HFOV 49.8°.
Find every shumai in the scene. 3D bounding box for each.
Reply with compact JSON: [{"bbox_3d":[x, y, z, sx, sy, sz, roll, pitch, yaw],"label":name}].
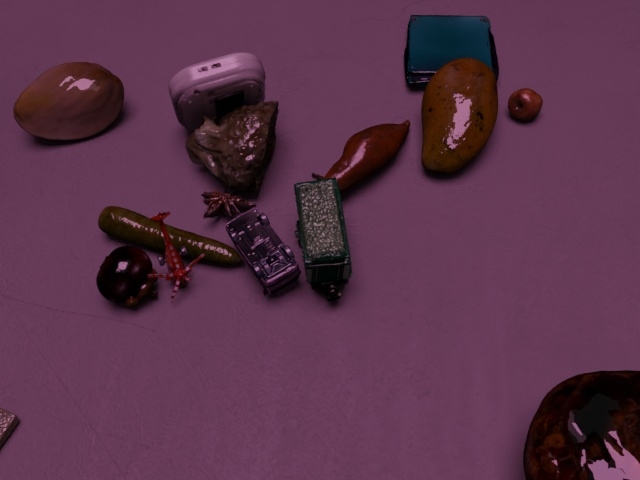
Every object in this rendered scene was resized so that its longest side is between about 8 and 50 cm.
[{"bbox_3d":[-0.218,-0.246,1.681,0.218,0.189,0.256,9,49,9],"label":"shumai"}]

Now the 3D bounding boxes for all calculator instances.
[{"bbox_3d":[0.358,-0.526,1.921,0.248,0.058,0.274,0,55,3],"label":"calculator"}]

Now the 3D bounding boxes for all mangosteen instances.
[{"bbox_3d":[-0.415,0.083,1.508,0.140,0.140,0.140,-2,55,2],"label":"mangosteen"}]

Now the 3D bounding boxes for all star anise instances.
[{"bbox_3d":[-0.217,-0.085,1.648,0.129,0.056,0.124,-2,35,-11],"label":"star anise"}]

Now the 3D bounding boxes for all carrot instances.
[{"bbox_3d":[-0.346,-0.004,1.588,0.359,0.074,0.074,16,57,11],"label":"carrot"}]

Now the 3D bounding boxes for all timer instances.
[{"bbox_3d":[-0.253,-0.364,1.728,0.237,0.262,0.087,-17,78,-9],"label":"timer"}]

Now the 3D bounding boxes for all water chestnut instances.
[{"bbox_3d":[0.510,0.363,1.130,0.351,0.302,0.350,1,52,-1],"label":"water chestnut"}]

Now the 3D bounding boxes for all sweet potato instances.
[{"bbox_3d":[0.114,-0.217,1.679,0.112,0.112,0.359,34,52,24],"label":"sweet potato"}]

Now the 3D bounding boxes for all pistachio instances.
[{"bbox_3d":[-0.656,-0.364,1.820,0.288,0.197,0.166,-23,12,1],"label":"pistachio"}]

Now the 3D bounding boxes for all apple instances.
[{"bbox_3d":[0.527,-0.351,1.776,0.084,0.084,0.071,34,37,24],"label":"apple"}]

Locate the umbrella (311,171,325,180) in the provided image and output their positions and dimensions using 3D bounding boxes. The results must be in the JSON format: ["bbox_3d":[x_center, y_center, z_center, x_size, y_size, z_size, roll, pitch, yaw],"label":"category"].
[{"bbox_3d":[0.012,-0.149,1.696,0.083,0.031,0.020,31,94,25],"label":"umbrella"}]

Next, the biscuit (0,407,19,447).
[{"bbox_3d":[-0.693,0.408,1.335,0.121,0.040,0.199,19,57,14],"label":"biscuit"}]

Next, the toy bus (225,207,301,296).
[{"bbox_3d":[-0.126,0.029,1.528,0.096,0.108,0.199,-31,56,-12],"label":"toy bus"}]

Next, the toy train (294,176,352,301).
[{"bbox_3d":[0.000,0.000,1.512,0.115,0.154,0.269,-8,55,1],"label":"toy train"}]

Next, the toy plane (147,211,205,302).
[{"bbox_3d":[-0.332,0.027,1.492,0.126,0.194,0.077,-38,34,-5],"label":"toy plane"}]

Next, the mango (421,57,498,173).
[{"bbox_3d":[0.343,-0.314,1.712,0.176,0.176,0.329,-25,40,43],"label":"mango"}]
